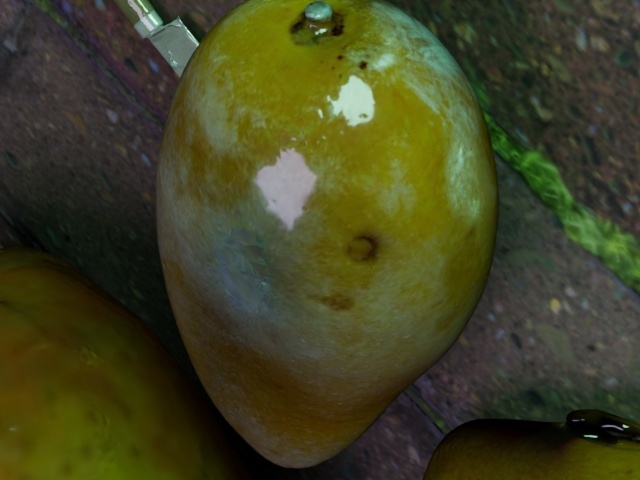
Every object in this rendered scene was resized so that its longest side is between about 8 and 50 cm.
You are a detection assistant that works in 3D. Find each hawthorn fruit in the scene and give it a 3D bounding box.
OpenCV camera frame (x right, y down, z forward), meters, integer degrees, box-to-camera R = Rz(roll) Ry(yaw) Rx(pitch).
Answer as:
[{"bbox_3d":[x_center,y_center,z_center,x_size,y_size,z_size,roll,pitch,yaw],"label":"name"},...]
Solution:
[{"bbox_3d":[-0.261,0.224,1.456,0.471,0.472,0.472,26,137,27],"label":"hawthorn fruit"}]

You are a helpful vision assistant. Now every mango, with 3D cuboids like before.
[{"bbox_3d":[0.000,0.000,1.156,0.221,0.199,0.384,29,140,21],"label":"mango"},{"bbox_3d":[0.174,0.213,1.213,0.287,0.153,0.201,-14,120,52],"label":"mango"}]

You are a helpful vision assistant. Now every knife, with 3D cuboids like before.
[{"bbox_3d":[-0.103,-0.141,1.286,0.298,0.017,0.047,53,136,-5],"label":"knife"}]
